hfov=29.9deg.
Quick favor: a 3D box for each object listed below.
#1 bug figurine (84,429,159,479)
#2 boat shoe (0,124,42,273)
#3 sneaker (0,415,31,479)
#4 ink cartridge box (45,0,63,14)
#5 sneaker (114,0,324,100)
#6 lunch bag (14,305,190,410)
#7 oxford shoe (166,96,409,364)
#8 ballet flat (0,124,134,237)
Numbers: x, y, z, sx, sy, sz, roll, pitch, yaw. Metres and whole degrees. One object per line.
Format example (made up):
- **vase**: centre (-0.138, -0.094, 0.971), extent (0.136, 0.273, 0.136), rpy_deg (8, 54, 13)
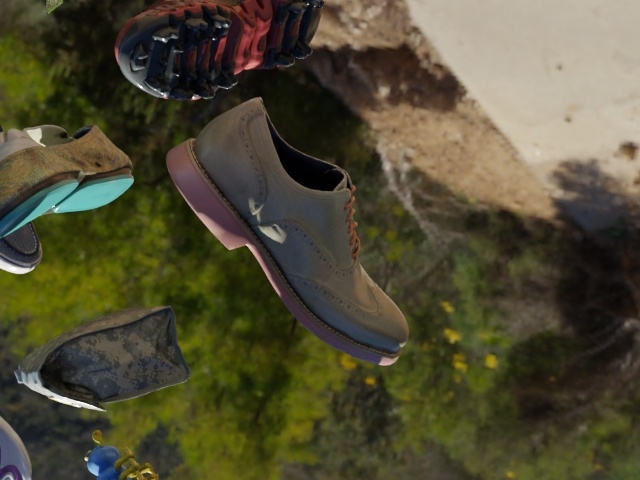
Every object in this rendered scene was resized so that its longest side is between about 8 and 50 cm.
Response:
- **bug figurine**: centre (-0.175, 0.329, 1.324), extent (0.072, 0.216, 0.279), rpy_deg (-30, 152, -3)
- **boat shoe**: centre (-0.599, -0.103, 2.165), extent (0.158, 0.127, 0.340), rpy_deg (-33, 102, 37)
- **sneaker**: centre (-0.439, 0.171, 1.362), extent (0.305, 0.114, 0.152), rpy_deg (48, -168, -19)
- **ink cartridge box**: centre (-0.417, -0.531, 2.132), extent (0.097, 0.255, 0.189), rpy_deg (9, -162, -6)
- **sneaker**: centre (-0.117, -0.210, 1.156), extent (0.135, 0.276, 0.098), rpy_deg (31, 123, 21)
- **lunch bag**: centre (-0.422, 0.232, 2.276), extent (0.287, 0.169, 0.235), rpy_deg (-16, -177, -23)
- **oxford shoe**: centre (0.000, 0.000, 1.416), extent (0.146, 0.140, 0.397), rpy_deg (-38, 121, 13)
- **ballet flat**: centre (-0.325, -0.080, 1.389), extent (0.123, 0.123, 0.348), rpy_deg (12, -169, 11)
